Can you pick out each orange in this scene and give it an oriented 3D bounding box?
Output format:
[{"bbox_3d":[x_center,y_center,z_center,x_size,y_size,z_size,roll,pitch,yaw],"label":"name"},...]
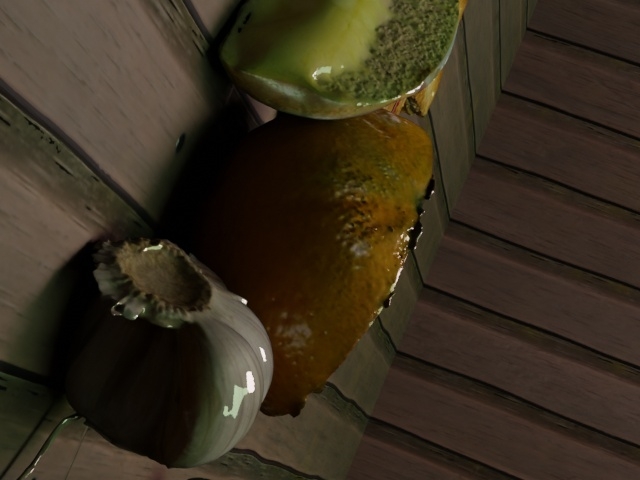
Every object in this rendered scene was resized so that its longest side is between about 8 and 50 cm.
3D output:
[{"bbox_3d":[-0.003,-0.001,1.421,0.310,0.274,0.274,-31,145,-39],"label":"orange"}]

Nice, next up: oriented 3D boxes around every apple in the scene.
[{"bbox_3d":[0.026,-0.196,1.399,0.120,0.193,0.265,113,3,-54],"label":"apple"}]

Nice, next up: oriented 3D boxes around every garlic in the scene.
[{"bbox_3d":[-0.165,0.101,1.205,0.256,0.207,0.207,-24,147,-22],"label":"garlic"}]

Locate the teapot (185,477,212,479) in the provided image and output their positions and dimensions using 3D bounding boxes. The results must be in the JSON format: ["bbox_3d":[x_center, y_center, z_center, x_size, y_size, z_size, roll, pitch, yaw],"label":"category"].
[{"bbox_3d":[-0.168,0.402,1.661,0.225,0.171,0.203,-53,-168,-34],"label":"teapot"}]

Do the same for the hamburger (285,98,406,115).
[{"bbox_3d":[0.025,-0.144,1.686,0.231,0.106,0.231,-62,173,-12],"label":"hamburger"}]

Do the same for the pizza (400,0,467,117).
[{"bbox_3d":[0.127,-0.319,1.887,0.258,0.087,0.268,57,53,-71],"label":"pizza"}]
